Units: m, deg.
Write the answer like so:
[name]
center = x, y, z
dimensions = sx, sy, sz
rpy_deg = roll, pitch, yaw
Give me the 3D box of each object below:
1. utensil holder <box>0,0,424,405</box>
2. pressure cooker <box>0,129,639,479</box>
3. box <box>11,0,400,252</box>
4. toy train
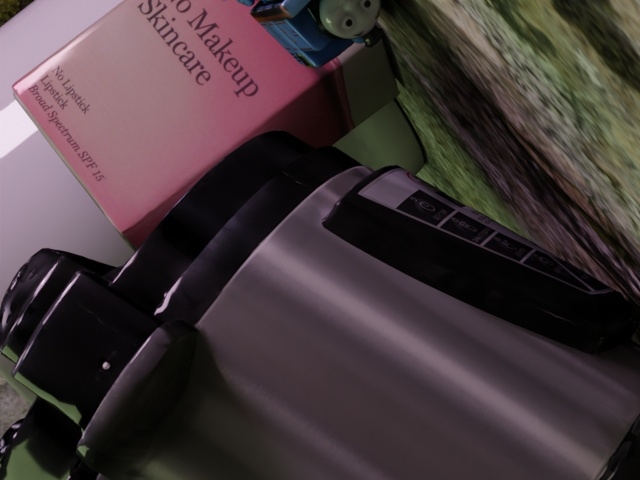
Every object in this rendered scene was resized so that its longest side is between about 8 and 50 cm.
[utensil holder]
center = -0.157, -0.072, 1.584
dimensions = 0.327, 0.385, 0.327
rpy_deg = 51, 178, 2
[pressure cooker]
center = -0.014, 0.137, 1.181
dimensions = 0.420, 0.375, 0.370
rpy_deg = 33, 139, 12
[box]
center = -0.080, -0.110, 1.343
dimensions = 0.148, 0.232, 0.127
rpy_deg = 51, 177, 17
[toy train]
center = -0.010, -0.163, 1.158
dimensions = 0.105, 0.080, 0.184
rpy_deg = 43, 177, -11
